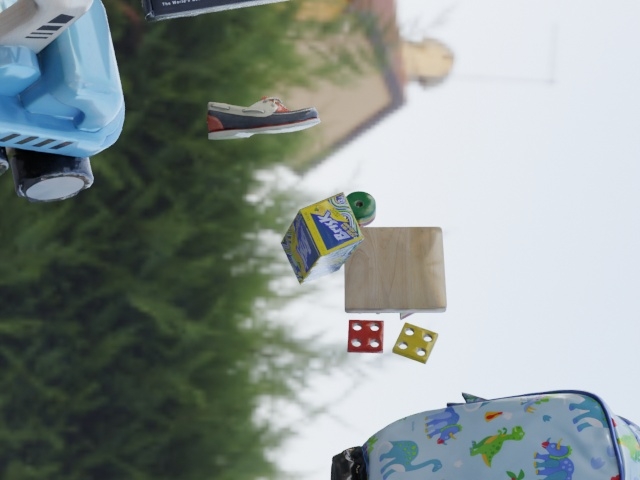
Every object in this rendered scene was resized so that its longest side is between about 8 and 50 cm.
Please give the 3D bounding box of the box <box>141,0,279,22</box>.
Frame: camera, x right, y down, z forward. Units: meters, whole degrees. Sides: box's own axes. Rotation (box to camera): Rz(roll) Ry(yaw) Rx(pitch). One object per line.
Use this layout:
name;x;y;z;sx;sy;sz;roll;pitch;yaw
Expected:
box;-0.080;-0.495;1.966;0.097;0.395;0.318;-162;-117;-80

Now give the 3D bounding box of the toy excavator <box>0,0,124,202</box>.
toy excavator;-0.355;-0.246;1.703;0.445;0.433;0.222;-27;-111;35

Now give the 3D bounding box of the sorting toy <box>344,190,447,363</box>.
sorting toy;0.097;0.054;1.834;0.046;0.132;0.274;88;1;-53

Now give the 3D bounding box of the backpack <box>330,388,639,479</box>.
backpack;0.183;0.296;1.431;0.290;0.356;0.273;-86;175;-53

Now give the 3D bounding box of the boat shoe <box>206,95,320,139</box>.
boat shoe;-0.065;-0.138;1.542;0.049;0.137;0.043;3;84;-64

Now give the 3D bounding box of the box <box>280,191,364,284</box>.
box;0.000;0.000;1.544;0.059;0.054;0.169;65;-13;8
